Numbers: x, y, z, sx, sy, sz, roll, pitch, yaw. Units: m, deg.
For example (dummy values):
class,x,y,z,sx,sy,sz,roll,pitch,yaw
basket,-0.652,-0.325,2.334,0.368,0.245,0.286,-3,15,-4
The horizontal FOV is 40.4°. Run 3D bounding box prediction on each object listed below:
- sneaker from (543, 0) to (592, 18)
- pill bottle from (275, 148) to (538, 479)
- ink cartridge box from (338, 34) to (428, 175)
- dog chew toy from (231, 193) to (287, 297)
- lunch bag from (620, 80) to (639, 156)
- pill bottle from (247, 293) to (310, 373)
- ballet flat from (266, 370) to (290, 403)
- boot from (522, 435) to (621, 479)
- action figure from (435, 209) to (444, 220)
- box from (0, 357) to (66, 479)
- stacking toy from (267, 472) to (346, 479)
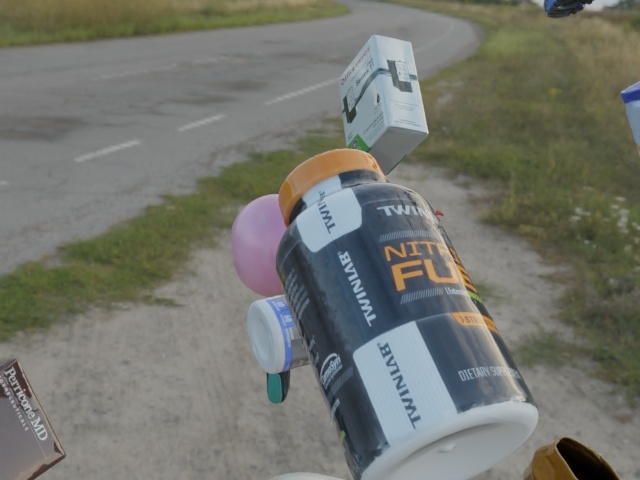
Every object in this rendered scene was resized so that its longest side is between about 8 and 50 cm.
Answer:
class,x,y,z,sx,sy,sz,roll,pitch,yaw
sneaker,0.398,-0.443,1.325,0.083,0.221,0.087,-1,41,-28
pill bottle,0.045,0.048,0.628,0.131,0.130,0.245,-3,52,-28
ink cartridge box,0.110,-0.249,1.601,0.087,0.208,0.153,8,-31,-25
dog chew toy,0.000,0.000,1.692,0.332,0.206,0.206,-8,15,4
lunch bag,0.638,-0.137,1.267,0.239,0.327,0.385,-10,13,39
pill bottle,0.000,0.086,0.907,0.137,0.078,0.078,-12,22,-25
ballet flat,-0.100,0.306,2.140,0.074,0.203,0.074,2,28,-1
boot,0.473,0.458,1.450,0.295,0.211,0.104,42,68,13
action figure,0.225,-0.013,1.836,0.030,0.038,0.115,37,61,3
box,-0.596,0.351,1.300,0.143,0.191,0.381,-17,11,39
stacking toy,-0.075,0.472,0.756,0.351,0.350,0.480,18,41,39
